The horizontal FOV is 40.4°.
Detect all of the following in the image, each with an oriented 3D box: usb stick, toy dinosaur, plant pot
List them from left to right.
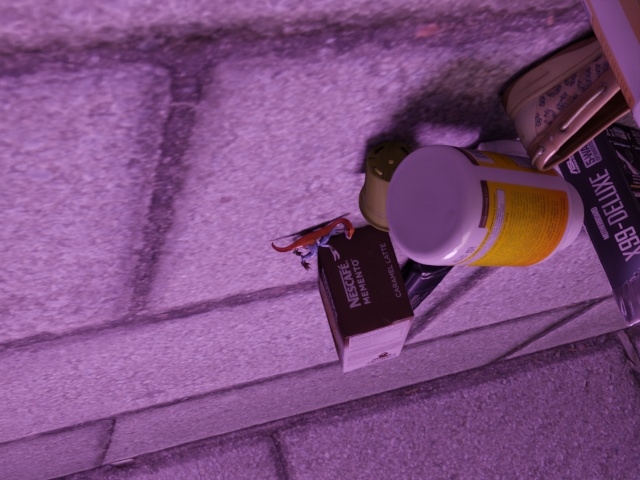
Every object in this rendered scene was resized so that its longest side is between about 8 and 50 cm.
[{"bbox_3d":[0.000,0.000,1.092,0.090,0.047,0.082,13,128,-39],"label":"toy dinosaur"},{"bbox_3d":[0.077,-0.064,0.929,0.083,0.083,0.079,-18,149,0],"label":"plant pot"},{"bbox_3d":[0.156,0.081,1.466,0.077,0.045,0.278,-20,163,-17],"label":"usb stick"}]

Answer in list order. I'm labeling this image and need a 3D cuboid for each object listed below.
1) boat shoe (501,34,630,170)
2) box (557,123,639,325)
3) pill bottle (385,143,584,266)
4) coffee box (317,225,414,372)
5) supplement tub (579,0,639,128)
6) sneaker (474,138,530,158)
[{"bbox_3d":[0.309,-0.165,0.811,0.285,0.089,0.104,-31,158,36],"label":"boat shoe"},{"bbox_3d":[0.445,-0.019,1.125,0.307,0.243,0.076,1,154,-47],"label":"box"},{"bbox_3d":[0.177,-0.032,0.896,0.215,0.117,0.117,3,153,-41],"label":"pill bottle"},{"bbox_3d":[0.059,0.088,1.243,0.098,0.141,0.246,-16,161,-5],"label":"coffee box"},{"bbox_3d":[0.276,-0.158,0.622,0.144,0.200,0.144,-16,162,-5],"label":"supplement tub"},{"bbox_3d":[0.165,-0.058,1.043,0.094,0.080,0.212,6,146,-27],"label":"sneaker"}]
